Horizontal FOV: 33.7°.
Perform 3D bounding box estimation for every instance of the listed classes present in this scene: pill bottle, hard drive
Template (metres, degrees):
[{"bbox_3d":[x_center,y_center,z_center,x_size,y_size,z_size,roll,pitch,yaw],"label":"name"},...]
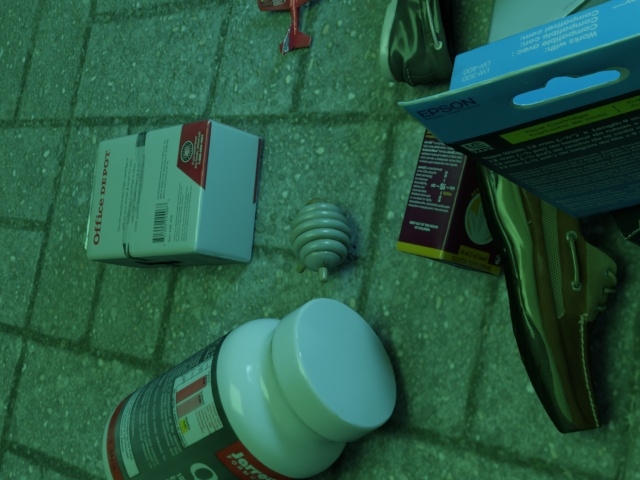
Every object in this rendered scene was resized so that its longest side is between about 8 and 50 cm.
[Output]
[{"bbox_3d":[-0.095,0.225,1.346,0.363,0.210,0.210,-34,58,33],"label":"pill bottle"},{"bbox_3d":[0.263,-0.269,1.127,0.203,0.040,0.307,-39,16,29],"label":"hard drive"}]

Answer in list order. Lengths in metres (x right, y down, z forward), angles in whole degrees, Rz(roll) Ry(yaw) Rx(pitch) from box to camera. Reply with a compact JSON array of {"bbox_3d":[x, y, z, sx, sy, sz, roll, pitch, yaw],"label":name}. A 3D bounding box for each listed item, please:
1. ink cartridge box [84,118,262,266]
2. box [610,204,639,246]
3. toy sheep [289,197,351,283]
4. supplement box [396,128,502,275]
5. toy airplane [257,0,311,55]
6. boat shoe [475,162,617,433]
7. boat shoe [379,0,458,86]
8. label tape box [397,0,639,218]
[{"bbox_3d":[-0.229,-0.063,1.619,0.273,0.114,0.196,-3,78,42],"label":"ink cartridge box"},{"bbox_3d":[0.386,-0.188,1.094,0.295,0.073,0.293,-39,56,29],"label":"box"},{"bbox_3d":[0.000,0.000,1.406,0.091,0.091,0.132,-32,53,34],"label":"toy sheep"},{"bbox_3d":[0.171,-0.063,1.238,0.081,0.104,0.188,13,88,51],"label":"supplement box"},{"bbox_3d":[-0.038,-0.343,1.572,0.151,0.028,0.151,-14,70,42],"label":"toy airplane"},{"bbox_3d":[0.256,0.038,1.120,0.120,0.122,0.323,-13,84,2],"label":"boat shoe"},{"bbox_3d":[0.149,-0.362,1.355,0.096,0.112,0.335,6,88,27],"label":"boat shoe"},{"bbox_3d":[0.256,-0.131,0.896,0.249,0.348,0.115,-15,68,33],"label":"label tape box"}]
